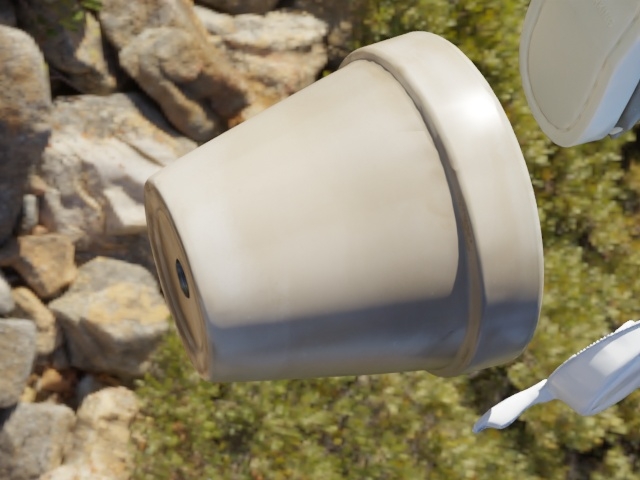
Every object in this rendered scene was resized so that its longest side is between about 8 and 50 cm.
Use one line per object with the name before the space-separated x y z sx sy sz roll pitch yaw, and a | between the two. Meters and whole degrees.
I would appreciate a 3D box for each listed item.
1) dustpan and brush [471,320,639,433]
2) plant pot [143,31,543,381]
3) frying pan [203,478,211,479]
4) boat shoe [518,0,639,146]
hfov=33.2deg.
dustpan and brush | 0.237 0.129 0.988 0.211 0.060 0.147 -39 154 3
plant pot | 0.000 0.000 0.983 0.280 0.323 0.323 -17 110 -17
frying pan | -0.172 0.335 0.941 0.326 0.053 0.197 -52 180 -2
boat shoe | 0.184 -0.154 0.490 0.091 0.305 0.109 -11 64 -17
